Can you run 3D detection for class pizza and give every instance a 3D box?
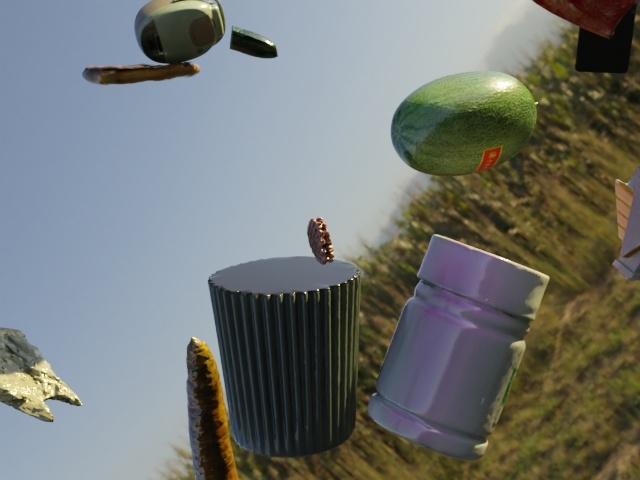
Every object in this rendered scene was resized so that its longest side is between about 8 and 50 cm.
[{"bbox_3d":[-0.470,0.196,1.374,0.181,0.262,0.034,-1,-64,-56],"label":"pizza"}]

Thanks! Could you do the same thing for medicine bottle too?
[{"bbox_3d":[0.225,0.174,1.513,0.212,0.212,0.325,3,-73,-82],"label":"medicine bottle"}]

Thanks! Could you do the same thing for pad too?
[{"bbox_3d":[0.600,-0.432,1.927,0.003,0.112,0.157,-67,-20,-67],"label":"pad"}]

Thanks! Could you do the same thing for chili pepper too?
[{"bbox_3d":[0.349,-0.393,1.316,0.144,0.252,0.136,-52,-17,-85],"label":"chili pepper"}]

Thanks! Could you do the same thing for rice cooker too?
[{"bbox_3d":[-0.320,-0.484,2.063,0.206,0.127,0.145,-25,-44,-16],"label":"rice cooker"}]

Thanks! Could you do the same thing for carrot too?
[{"bbox_3d":[-0.153,0.277,1.284,0.066,0.066,0.314,-42,-49,-55],"label":"carrot"}]

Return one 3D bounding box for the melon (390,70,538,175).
[{"bbox_3d":[0.262,-0.208,1.612,0.287,0.182,0.182,-15,-17,-14],"label":"melon"}]

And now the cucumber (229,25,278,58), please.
[{"bbox_3d":[-0.132,-0.391,1.822,0.048,0.105,0.048,-163,90,-85],"label":"cucumber"}]

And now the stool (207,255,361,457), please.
[{"bbox_3d":[-0.060,0.222,1.787,0.297,0.297,0.330,-35,-57,-68],"label":"stool"}]

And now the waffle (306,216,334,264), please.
[{"bbox_3d":[0.000,0.000,1.417,0.029,0.075,0.083,-17,2,-11],"label":"waffle"}]

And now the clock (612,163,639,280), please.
[{"bbox_3d":[0.586,-0.069,1.434,0.235,0.166,0.310,10,-64,-37],"label":"clock"}]

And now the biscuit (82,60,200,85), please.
[{"bbox_3d":[-0.387,-0.378,2.055,0.299,0.154,0.045,-14,-74,-42],"label":"biscuit"}]
